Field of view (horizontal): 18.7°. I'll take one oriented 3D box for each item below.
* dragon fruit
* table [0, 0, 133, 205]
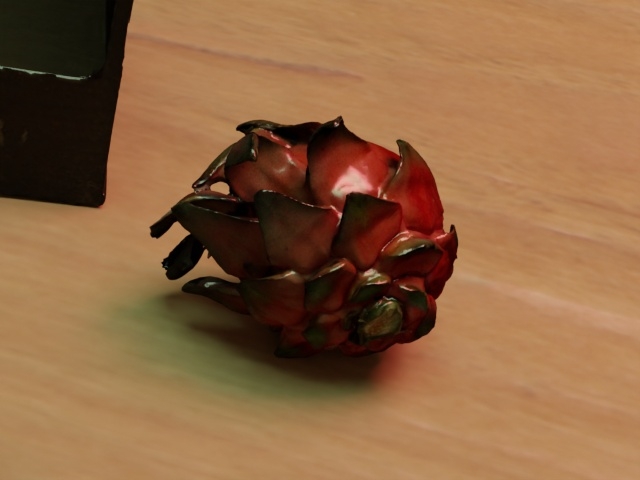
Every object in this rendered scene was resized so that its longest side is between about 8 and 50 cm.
[{"bbox_3d":[-0.001,0.000,0.972,0.142,0.130,0.121,47,-8,-17],"label":"dragon fruit"},{"bbox_3d":[-0.217,-0.198,1.035,0.250,0.282,0.196,6,36,-9],"label":"table"}]
